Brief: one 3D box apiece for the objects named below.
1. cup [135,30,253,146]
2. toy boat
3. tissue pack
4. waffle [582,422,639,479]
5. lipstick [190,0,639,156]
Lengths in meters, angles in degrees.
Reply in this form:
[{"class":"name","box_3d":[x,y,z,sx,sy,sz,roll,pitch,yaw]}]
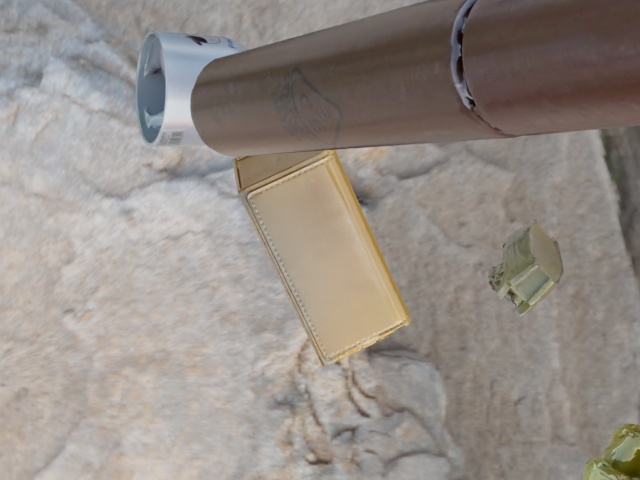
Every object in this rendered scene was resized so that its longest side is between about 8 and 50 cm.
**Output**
[{"class":"cup","box_3d":[-0.143,-0.178,1.305,0.142,0.173,0.134,-2,90,-25]},{"class":"toy boat","box_3d":[0.207,0.031,1.121,0.064,0.206,0.072,46,109,0]},{"class":"tissue pack","box_3d":[0.000,0.000,1.489,0.145,0.194,0.275,-25,109,3]},{"class":"waffle","box_3d":[0.161,0.137,0.369,0.191,0.038,0.191,11,42,-10]},{"class":"lipstick","box_3d":[0.043,-0.065,0.416,0.057,0.356,0.057,-1,92,-32]}]
